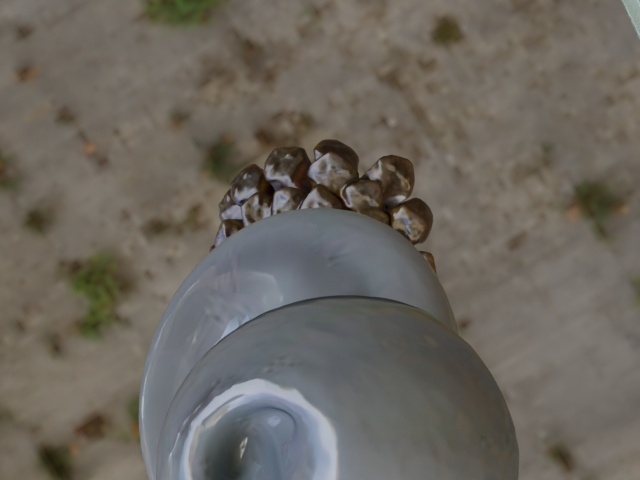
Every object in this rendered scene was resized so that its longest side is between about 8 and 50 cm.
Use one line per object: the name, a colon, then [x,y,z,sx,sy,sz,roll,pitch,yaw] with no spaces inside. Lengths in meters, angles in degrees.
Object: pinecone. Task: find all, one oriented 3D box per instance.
pinecone: [0.000,0.000,1.997,0.201,0.229,0.202,90,178,-84]

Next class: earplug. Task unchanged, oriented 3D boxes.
earplug: [-0.014,0.094,1.050,0.175,0.214,0.325,30,-173,-20]

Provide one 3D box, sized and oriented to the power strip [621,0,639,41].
power strip: [0.085,-0.097,0.460,0.078,0.052,0.272,26,-143,-47]
